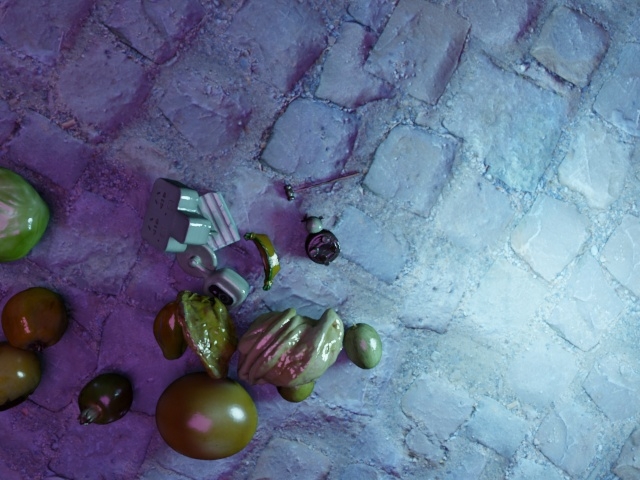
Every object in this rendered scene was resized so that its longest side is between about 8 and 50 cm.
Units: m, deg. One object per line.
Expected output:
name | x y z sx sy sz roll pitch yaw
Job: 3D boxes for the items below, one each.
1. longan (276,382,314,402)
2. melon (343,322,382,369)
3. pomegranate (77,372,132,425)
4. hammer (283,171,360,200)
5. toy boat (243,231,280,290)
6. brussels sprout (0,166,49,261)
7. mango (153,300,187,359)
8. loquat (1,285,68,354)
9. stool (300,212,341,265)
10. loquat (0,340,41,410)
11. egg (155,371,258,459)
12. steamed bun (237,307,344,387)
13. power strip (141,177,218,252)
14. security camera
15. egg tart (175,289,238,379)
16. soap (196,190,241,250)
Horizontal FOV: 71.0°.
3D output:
longan | -0.084 0.516 1.661 0.145 0.176 0.154 50 128 21
melon | 0.157 0.387 1.672 0.139 0.139 0.192 -24 100 -4
pomegranate | -0.754 0.558 1.546 0.180 0.209 0.179 1 99 8
hammer | 0.011 -0.214 1.667 0.293 0.029 0.058 -17 98 -7
toy boat | -0.205 0.068 1.629 0.088 0.089 0.229 -23 101 -18
brussels sprout | -1.056 -0.078 1.449 0.329 0.247 0.327 2 79 -11
mango | -0.533 0.328 1.605 0.126 0.111 0.232 13 105 4
loquat | -0.957 0.269 1.508 0.188 0.176 0.234 -9 73 -31
stool | 0.000 0.000 1.636 0.125 0.121 0.216 -19 102 -3
loquat | -1.061 0.450 1.495 0.236 0.235 0.234 -1 95 -7
egg | -0.389 0.605 1.554 0.352 0.282 0.282 21 92 -8
steamed bun | -0.113 0.350 1.539 0.373 0.325 0.230 -15 98 18
power strip | -0.468 -0.068 1.521 0.261 0.141 0.229 26 103 34
security camera | -0.395 0.123 1.594 0.301 0.080 0.157 43 120 -8
egg tart | -0.368 0.303 1.512 0.129 0.341 0.340 -23 97 -3
soap | -0.380 -0.070 1.609 0.119 0.066 0.197 -24 97 -4
